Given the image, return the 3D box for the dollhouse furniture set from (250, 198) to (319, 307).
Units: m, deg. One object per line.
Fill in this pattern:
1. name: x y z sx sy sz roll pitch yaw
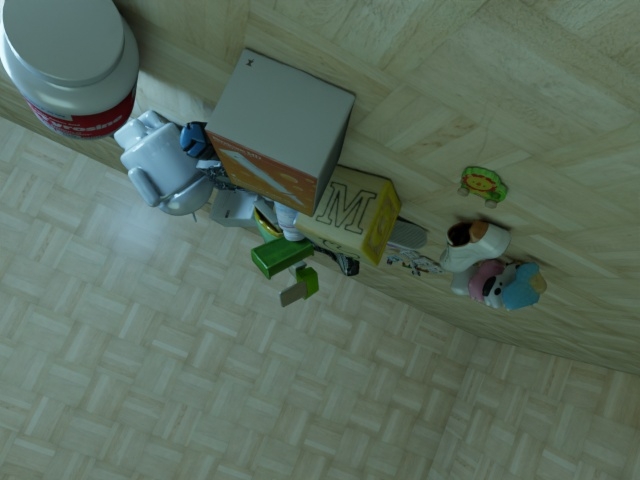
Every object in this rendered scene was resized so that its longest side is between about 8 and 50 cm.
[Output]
1. dollhouse furniture set: -0.153 0.038 1.425 0.301 0.151 0.197 43 151 40

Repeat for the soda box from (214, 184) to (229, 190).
1. soda box: -0.300 -0.199 1.770 0.286 0.091 0.098 31 169 -40

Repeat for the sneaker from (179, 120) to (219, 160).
1. sneaker: -0.181 -0.242 1.242 0.341 0.125 0.139 19 -160 3

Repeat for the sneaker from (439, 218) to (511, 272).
1. sneaker: 0.367 0.002 1.252 0.123 0.106 0.290 28 160 -4

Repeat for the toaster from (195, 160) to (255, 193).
1. toaster: -0.267 -0.229 1.447 0.186 0.110 0.168 14 166 48

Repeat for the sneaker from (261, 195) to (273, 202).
1. sneaker: -0.085 -0.131 1.422 0.152 0.114 0.305 51 166 -11

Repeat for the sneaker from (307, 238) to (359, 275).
1. sneaker: 0.000 0.000 1.443 0.343 0.146 0.134 46 154 41

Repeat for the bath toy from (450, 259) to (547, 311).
1. bath toy: 0.510 0.112 1.430 0.151 0.129 0.348 -12 -175 -14

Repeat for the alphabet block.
1. alphabet block: 0.077 -0.067 1.255 0.197 0.193 0.192 19 172 24

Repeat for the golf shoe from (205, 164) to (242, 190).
1. golf shoe: -0.216 -0.191 1.332 0.198 0.094 0.077 5 134 2

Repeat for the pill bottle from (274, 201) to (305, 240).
1. pill bottle: -0.075 -0.080 1.277 0.087 0.087 0.160 19 135 29

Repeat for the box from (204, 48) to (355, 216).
1. box: -0.075 -0.192 0.975 0.215 0.168 0.345 23 171 2

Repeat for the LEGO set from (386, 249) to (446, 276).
1. LEGO set: 0.370 0.082 1.920 0.182 0.060 0.244 30 161 -15

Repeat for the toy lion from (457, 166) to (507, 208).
1. toy lion: 0.318 -0.107 0.931 0.100 0.034 0.096 24 164 -3

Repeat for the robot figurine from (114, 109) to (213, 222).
1. robot figurine: -0.474 -0.223 1.497 0.200 0.300 0.353 -19 116 36

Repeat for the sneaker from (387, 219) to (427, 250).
1. sneaker: 0.174 -0.038 1.489 0.282 0.102 0.161 26 175 -12

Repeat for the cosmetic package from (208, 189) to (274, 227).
1. cosmetic package: -0.270 -0.111 1.636 0.231 0.117 0.085 0 158 43

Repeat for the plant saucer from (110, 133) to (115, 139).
1. plant saucer: -0.849 -0.443 1.776 0.278 0.041 0.278 28 -179 0

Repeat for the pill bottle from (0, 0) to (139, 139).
1. pill bottle: -0.480 -0.342 0.939 0.229 0.229 0.408 27 171 -21

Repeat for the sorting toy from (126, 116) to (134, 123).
1. sorting toy: -0.758 -0.441 1.690 0.193 0.038 0.208 28 170 -27
